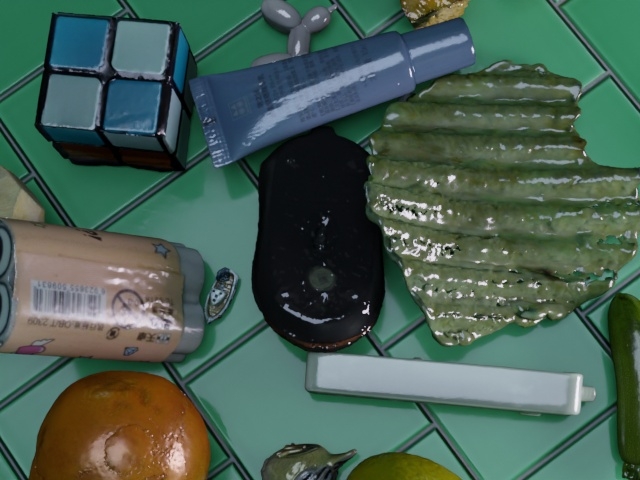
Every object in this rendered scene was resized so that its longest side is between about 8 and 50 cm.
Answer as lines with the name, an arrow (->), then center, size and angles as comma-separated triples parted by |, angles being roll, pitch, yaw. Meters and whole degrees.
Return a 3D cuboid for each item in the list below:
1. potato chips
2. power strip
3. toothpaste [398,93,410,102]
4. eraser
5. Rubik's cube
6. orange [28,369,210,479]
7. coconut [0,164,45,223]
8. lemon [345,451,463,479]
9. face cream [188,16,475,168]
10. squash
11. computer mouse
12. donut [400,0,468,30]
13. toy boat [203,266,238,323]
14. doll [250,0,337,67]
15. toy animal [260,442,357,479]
potato chips -> 0.234, -0.062, 1.661 | 0.389, 0.097, 0.373 | -22, 78, -20
power strip -> 0.172, 0.191, 1.639 | 0.385, 0.091, 0.062 | 5, 81, 4
toothpaste -> 0.115, -0.173, 1.756 | 0.024, 0.015, 0.083 | 11, 84, 14
eraser -> -0.287, 0.068, 1.601 | 0.087, 0.290, 0.171 | -11, 76, 47
Rubik's cube -> -0.275, -0.200, 1.699 | 0.183, 0.180, 0.167 | 4, 78, 6
orange -> -0.255, 0.282, 1.569 | 0.240, 0.240, 0.240 | -1, 78, 3
coconut -> -0.472, 0.008, 1.645 | 0.197, 0.237, 0.237 | 8, 79, 6
lemon -> 0.118, 0.367, 1.561 | 0.248, 0.184, 0.184 | 21, 80, 1
face cream -> 0.020, -0.216, 1.685 | 0.385, 0.086, 0.136 | -17, 75, 0
squash -> 0.422, 0.195, 1.636 | 0.069, 0.069, 0.258 | -3, 79, 3
computer mouse -> -0.001, 0.003, 1.671 | 0.182, 0.116, 0.323 | 6, 64, -6
donut -> 0.215, -0.407, 1.754 | 0.259, 0.101, 0.152 | -23, 77, -1
toy boat -> -0.140, 0.078, 1.707 | 0.038, 0.038, 0.083 | 20, 79, 7
doll -> -0.016, -0.265, 1.760 | 0.160, 0.059, 0.161 | 6, 78, 6
toy animal -> -0.011, 0.315, 1.619 | 0.137, 0.098, 0.098 | -7, 77, 21
